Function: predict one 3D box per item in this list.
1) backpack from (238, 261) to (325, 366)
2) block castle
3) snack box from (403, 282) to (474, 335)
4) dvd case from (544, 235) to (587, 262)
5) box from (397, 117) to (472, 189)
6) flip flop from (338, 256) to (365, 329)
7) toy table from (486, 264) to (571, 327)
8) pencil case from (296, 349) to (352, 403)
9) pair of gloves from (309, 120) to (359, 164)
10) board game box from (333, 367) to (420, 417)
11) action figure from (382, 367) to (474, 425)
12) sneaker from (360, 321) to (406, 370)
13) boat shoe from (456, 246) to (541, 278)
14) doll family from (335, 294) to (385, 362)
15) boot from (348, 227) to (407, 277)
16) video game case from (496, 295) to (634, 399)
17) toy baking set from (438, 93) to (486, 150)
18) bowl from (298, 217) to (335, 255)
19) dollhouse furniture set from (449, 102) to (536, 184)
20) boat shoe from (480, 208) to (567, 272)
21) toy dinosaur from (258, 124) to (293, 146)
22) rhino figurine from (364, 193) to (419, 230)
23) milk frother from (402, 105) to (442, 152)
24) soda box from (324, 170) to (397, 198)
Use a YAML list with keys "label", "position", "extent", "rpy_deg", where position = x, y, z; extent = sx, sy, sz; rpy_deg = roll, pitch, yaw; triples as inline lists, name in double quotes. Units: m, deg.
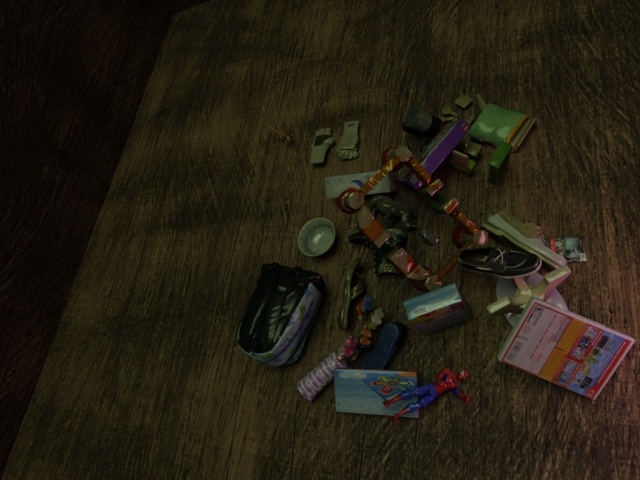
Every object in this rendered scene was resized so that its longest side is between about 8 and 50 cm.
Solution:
- label: "backpack"
  position: [-0.158, 0.296, 1.688]
  extent: [0.290, 0.273, 0.356]
  rpy_deg: [5, 48, 29]
- label: "block castle"
  position: [0.302, -0.068, 1.503]
  extent: [0.303, 0.213, 0.453]
  rpy_deg: [-44, 95, -1]
- label: "snack box"
  position: [0.382, 0.226, 1.423]
  extent: [0.174, 0.207, 0.070]
  rpy_deg: [-24, 57, 18]
- label: "dvd case"
  position: [0.777, 0.032, 1.419]
  extent: [0.119, 0.013, 0.087]
  rpy_deg: [-7, 63, 28]
- label: "box"
  position: [0.421, -0.319, 1.672]
  extent: [0.057, 0.201, 0.293]
  rpy_deg: [40, 96, -6]
- label: "flip flop"
  position: [0.123, 0.199, 1.657]
  extent: [0.080, 0.112, 0.277]
  rpy_deg: [10, 67, 5]
- label: "toy table"
  position: [0.633, 0.176, 1.339]
  extent: [0.252, 0.161, 0.274]
  rpy_deg: [-41, 53, 5]
- label: "pencil case"
  position: [0.012, 0.483, 1.586]
  extent: [0.206, 0.088, 0.086]
  rpy_deg: [-41, 9, 6]
- label: "pair of gloves"
  position: [0.066, -0.442, 2.035]
  extent: [0.240, 0.042, 0.204]
  rpy_deg: [-8, 59, 24]
- label: "board game box"
  position: [0.182, 0.500, 1.468]
  extent: [0.281, 0.027, 0.145]
  rpy_deg: [-4, 87, 22]
- label: "action figure"
  position: [0.340, 0.470, 1.345]
  extent: [0.280, 0.139, 0.092]
  rpy_deg: [-26, 89, -8]
- label: "sneaker"
  position: [0.223, 0.381, 1.524]
  extent: [0.081, 0.090, 0.232]
  rpy_deg: [40, 110, 35]
- label: "boat shoe"
  position: [0.523, 0.059, 1.315]
  extent: [0.233, 0.079, 0.084]
  rpy_deg: [3, 64, 36]
- label: "doll family"
  position: [0.151, 0.322, 1.536]
  extent: [0.118, 0.163, 0.263]
  rpy_deg: [27, 68, 3]
- label: "boot"
  position: [0.205, 0.046, 1.689]
  extent: [0.236, 0.085, 0.179]
  rpy_deg: [-2, 68, 28]
- label: "video game case"
  position: [0.659, 0.294, 1.207]
  extent: [0.285, 0.025, 0.204]
  rpy_deg: [23, 107, 2]
- label: "toy baking set"
  position: [0.579, -0.473, 1.773]
  extent: [0.196, 0.030, 0.256]
  rpy_deg: [-26, 56, 19]
- label: "bowl"
  position: [0.000, 0.000, 1.829]
  extent: [0.170, 0.080, 0.170]
  rpy_deg: [-13, 60, 24]
- label: "dollhouse furniture set"
  position: [0.623, -0.387, 1.606]
  extent: [0.197, 0.151, 0.302]
  rpy_deg: [31, 84, 26]
- label: "boat shoe"
  position: [0.666, -0.008, 1.436]
  extent: [0.103, 0.113, 0.302]
  rpy_deg: [-48, 50, 1]
- label: "toy dinosaur"
  position: [-0.192, -0.523, 2.175]
  extent: [0.211, 0.112, 0.064]
  rpy_deg: [33, 85, 37]
- label: "rhino figurine"
  position: [0.282, -0.109, 1.730]
  extent: [0.243, 0.073, 0.106]
  rpy_deg: [30, 86, 35]
- label: "milk frother"
  position: [0.405, -0.439, 1.784]
  extent: [0.129, 0.134, 0.143]
  rpy_deg: [-44, 43, 43]
- label: "soda box"
  position: [0.163, -0.231, 1.820]
  extent: [0.286, 0.098, 0.091]
  rpy_deg: [-3, 100, 29]
